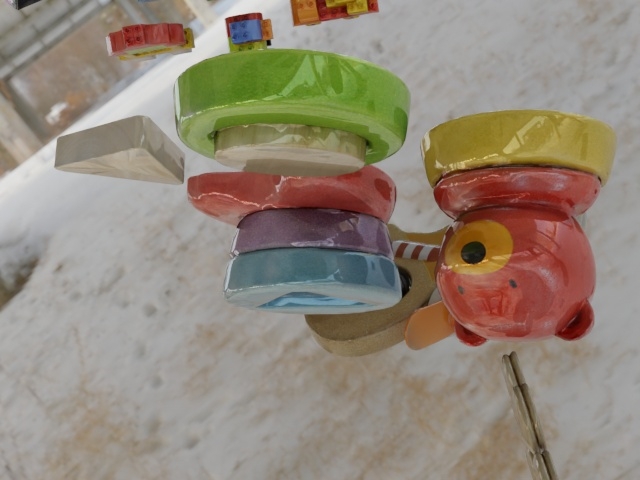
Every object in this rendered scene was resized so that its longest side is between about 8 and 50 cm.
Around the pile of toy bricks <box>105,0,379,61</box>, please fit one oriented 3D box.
[{"bbox_3d":[-0.069,-0.203,0.779,0.212,0.118,0.105,-9,3,8],"label":"pile of toy bricks"}]

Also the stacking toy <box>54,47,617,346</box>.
[{"bbox_3d":[0.000,0.000,0.644,0.309,0.279,0.130,-12,72,48],"label":"stacking toy"}]

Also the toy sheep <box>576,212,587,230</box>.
[{"bbox_3d":[0.166,-0.018,0.804,0.091,0.091,0.132,-34,-13,14],"label":"toy sheep"}]

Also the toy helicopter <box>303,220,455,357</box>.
[{"bbox_3d":[0.146,0.026,1.210,0.355,0.140,0.235,-30,32,-12],"label":"toy helicopter"}]

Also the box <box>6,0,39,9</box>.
[{"bbox_3d":[-0.321,-0.310,1.069,0.116,0.162,0.029,-35,-25,-35],"label":"box"}]

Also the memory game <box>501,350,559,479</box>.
[{"bbox_3d":[0.129,0.150,0.567,0.012,0.186,0.186,-17,16,7],"label":"memory game"}]
